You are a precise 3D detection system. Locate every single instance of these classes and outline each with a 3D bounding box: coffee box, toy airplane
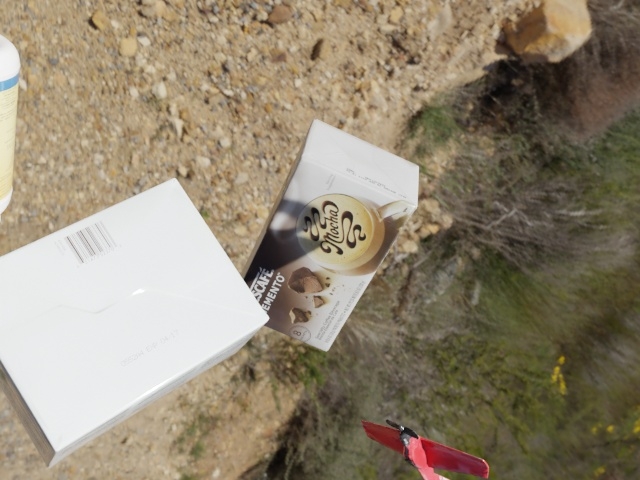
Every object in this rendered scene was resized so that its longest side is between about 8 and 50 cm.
[{"bbox_3d":[0.000,0.000,1.078,0.168,0.119,0.297,24,125,-8],"label":"coffee box"},{"bbox_3d":[0.106,0.229,0.759,0.028,0.151,0.151,-56,139,-28],"label":"toy airplane"}]

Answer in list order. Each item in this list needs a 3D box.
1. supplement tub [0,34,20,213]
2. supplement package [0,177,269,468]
[{"bbox_3d":[-0.364,-0.096,0.699,0.144,0.144,0.200,2,118,-26],"label":"supplement tub"},{"bbox_3d":[-0.234,0.089,0.840,0.261,0.204,0.145,-30,171,-31],"label":"supplement package"}]
